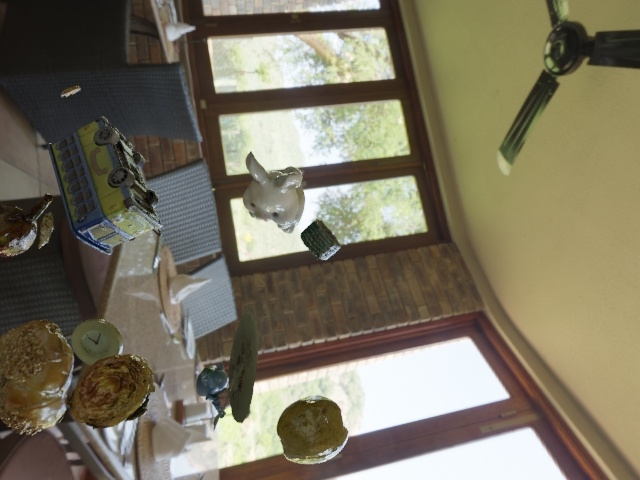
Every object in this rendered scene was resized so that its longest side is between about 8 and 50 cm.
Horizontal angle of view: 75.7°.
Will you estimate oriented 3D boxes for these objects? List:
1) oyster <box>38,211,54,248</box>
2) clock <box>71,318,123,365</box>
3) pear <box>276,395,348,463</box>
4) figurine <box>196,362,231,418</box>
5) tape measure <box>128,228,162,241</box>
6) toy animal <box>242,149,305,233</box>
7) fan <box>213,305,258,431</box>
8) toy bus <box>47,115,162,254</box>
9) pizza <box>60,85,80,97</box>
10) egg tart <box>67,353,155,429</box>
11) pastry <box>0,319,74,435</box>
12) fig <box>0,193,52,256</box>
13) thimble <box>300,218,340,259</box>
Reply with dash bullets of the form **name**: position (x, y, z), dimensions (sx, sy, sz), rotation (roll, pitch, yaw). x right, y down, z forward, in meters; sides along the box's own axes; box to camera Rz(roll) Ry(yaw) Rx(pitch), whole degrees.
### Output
- **oyster**: position (-1.171, -0.050, 1.762), dimensions (0.122, 0.045, 0.146), rotation (35, -70, 51)
- **clock**: position (-1.043, 0.477, 1.927), dimensions (0.029, 0.235, 0.234), rotation (-76, 160, -77)
- **pear**: position (-0.020, 0.586, 1.281), dimensions (0.228, 0.212, 0.188), rotation (74, 6, -59)
- **figurine**: position (-0.356, 0.503, 1.378), dimensions (0.145, 0.114, 0.178), rotation (-15, -77, 48)
- **tape measure**: position (-0.755, -0.033, 1.682), dimensions (0.104, 0.180, 0.107), rotation (64, 42, -65)
- **toy animal**: position (-0.148, -0.174, 1.412), dimensions (0.367, 0.196, 0.241), rotation (53, 57, -82)
- **fan**: position (-0.199, 0.326, 0.919), dimensions (0.233, 0.012, 0.414), rotation (-106, -147, -48)
- **toy bus**: position (-0.510, -0.131, 0.981), dimensions (0.287, 0.175, 0.138), rotation (61, -3, 24)
- **pizza**: position (-0.811, -0.484, 1.336), dimensions (0.016, 0.037, 0.083), rotation (46, 38, -16)
- **egg tart**: position (-0.719, 0.541, 1.452), dimensions (0.297, 0.297, 0.132), rotation (-112, -161, -52)
- **pastry**: position (-0.815, 0.379, 1.141), dimensions (0.162, 0.255, 0.310), rotation (-8, 111, -60)
- **fig**: position (-1.016, -0.060, 1.341), dimensions (0.290, 0.191, 0.190), rotation (-29, -118, 33)
- **thimble**: position (-0.001, -0.001, 1.441), dimensions (0.135, 0.090, 0.118), rotation (51, 12, 20)
